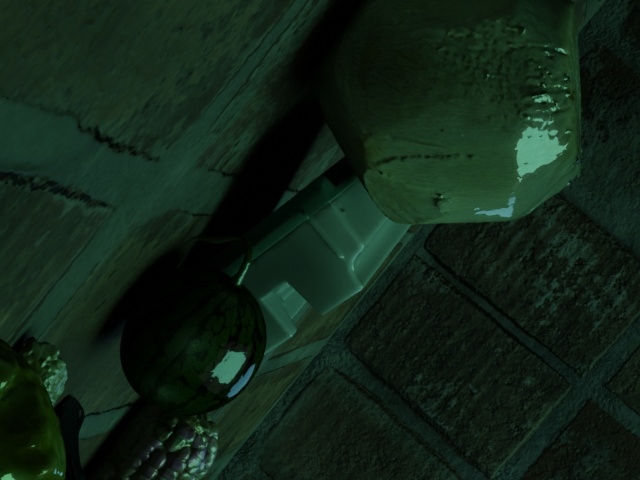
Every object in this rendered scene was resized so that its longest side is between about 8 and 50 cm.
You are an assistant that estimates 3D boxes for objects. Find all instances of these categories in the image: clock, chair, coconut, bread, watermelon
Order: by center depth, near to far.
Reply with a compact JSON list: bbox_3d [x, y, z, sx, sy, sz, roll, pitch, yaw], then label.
[{"bbox_3d":[-0.273,0.159,1.081,0.136,0.054,0.154,-40,165,-38],"label":"bread"},{"bbox_3d":[0.115,-0.135,1.217,0.245,0.247,0.245,-2,90,-77],"label":"coconut"},{"bbox_3d":[-0.115,0.082,1.282,0.187,0.141,0.141,-56,171,15],"label":"watermelon"},{"bbox_3d":[-0.300,0.282,1.325,0.145,0.221,0.140,-3,156,-14],"label":"chair"},{"bbox_3d":[0.000,0.000,1.398,0.262,0.116,0.231,-35,-176,39],"label":"clock"}]

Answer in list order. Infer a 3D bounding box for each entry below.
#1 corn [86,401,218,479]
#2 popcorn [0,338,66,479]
[{"bbox_3d":[-0.263,0.347,1.716,0.335,0.127,0.126,-51,172,8],"label":"corn"},{"bbox_3d":[-0.238,0.111,0.669,0.198,0.198,0.212,-49,138,-9],"label":"popcorn"}]
